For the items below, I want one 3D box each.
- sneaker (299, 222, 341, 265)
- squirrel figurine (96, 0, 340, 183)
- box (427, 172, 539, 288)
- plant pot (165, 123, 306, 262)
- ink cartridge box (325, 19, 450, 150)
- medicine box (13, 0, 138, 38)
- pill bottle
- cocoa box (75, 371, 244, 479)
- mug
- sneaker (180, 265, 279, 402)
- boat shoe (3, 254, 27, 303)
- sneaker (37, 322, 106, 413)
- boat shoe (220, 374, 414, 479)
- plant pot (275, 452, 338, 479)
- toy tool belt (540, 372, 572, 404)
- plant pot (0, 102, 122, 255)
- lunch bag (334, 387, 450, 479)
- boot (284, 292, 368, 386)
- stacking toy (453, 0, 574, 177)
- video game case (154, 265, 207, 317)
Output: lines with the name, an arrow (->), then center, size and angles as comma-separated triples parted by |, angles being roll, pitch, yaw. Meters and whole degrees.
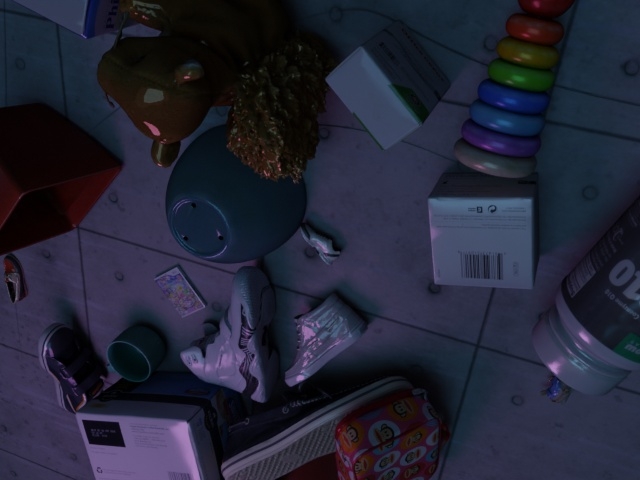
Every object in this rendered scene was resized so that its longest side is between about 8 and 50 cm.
sneaker -> 0.000, 0.000, 1.365 | 0.044, 0.040, 0.109 | -39, 101, 17
squirrel figurine -> -0.156, -0.269, 1.054 | 0.397, 0.370, 0.281 | 28, 124, -11
box -> 0.299, -0.019, 1.176 | 0.181, 0.119, 0.181 | 1, 116, 22
plant pot -> -0.198, -0.066, 1.311 | 0.290, 0.195, 0.290 | 10, 121, 17
ink cartridge box -> 0.118, -0.260, 1.068 | 0.087, 0.208, 0.153 | -35, 99, 36
medicine box -> -0.411, -0.492, 1.110 | 0.264, 0.289, 0.149 | 28, 124, 6
pill bottle -> 0.532, 0.086, 1.086 | 0.204, 0.204, 0.361 | 31, 124, 4
cocoa box -> -0.394, 0.486, 1.659 | 0.347, 0.228, 0.231 | -4, 106, 24
mug -> -0.480, 0.283, 1.676 | 0.158, 0.097, 0.129 | 6, 119, 20
sneaker -> -0.218, 0.215, 1.505 | 0.210, 0.137, 0.365 | 7, 122, 16
boat shoe -> -0.835, 0.105, 1.759 | 0.049, 0.043, 0.137 | 8, 118, 21
sneaker -> -0.667, 0.360, 1.782 | 0.128, 0.126, 0.321 | 16, 132, 19
boat shoe -> -0.021, 0.413, 1.508 | 0.500, 0.156, 0.187 | -29, 136, 16
plant pot -> -0.023, 0.701, 1.626 | 0.275, 0.243, 0.274 | 10, 121, 18
toy tool belt -> 0.481, 0.290, 1.310 | 0.051, 0.052, 0.083 | 15, 121, 5
plant pot -> -0.661, -0.150, 1.435 | 0.267, 0.267, 0.235 | -41, 84, 34
lunch bag -> 0.166, 0.456, 1.417 | 0.258, 0.120, 0.293 | -19, 135, -15
boot -> -0.019, 0.220, 1.466 | 0.258, 0.095, 0.123 | -42, 89, 26
stacking toy -> 0.318, -0.275, 1.035 | 0.141, 0.141, 0.330 | 17, 115, 14
video game case -> -0.343, 0.126, 1.586 | 0.087, 0.011, 0.122 | -25, 105, 31
